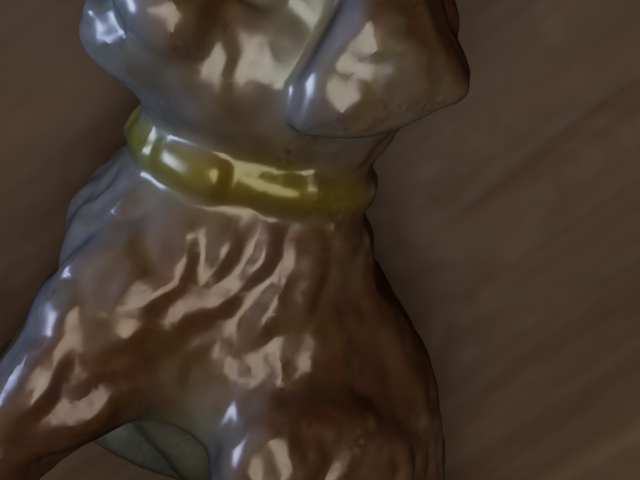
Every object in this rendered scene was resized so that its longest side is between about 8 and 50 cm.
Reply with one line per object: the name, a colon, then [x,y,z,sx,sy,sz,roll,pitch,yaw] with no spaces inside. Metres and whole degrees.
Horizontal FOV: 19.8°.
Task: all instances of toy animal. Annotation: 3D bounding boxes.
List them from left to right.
toy animal: [0.011,0.003,0.466,0.183,0.104,0.185,21,98,-4]
